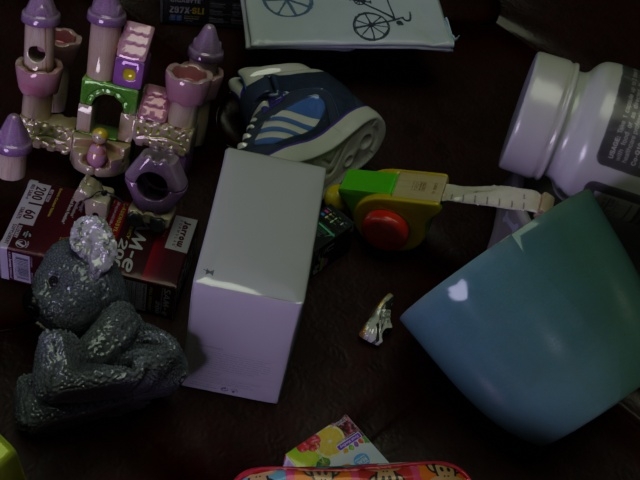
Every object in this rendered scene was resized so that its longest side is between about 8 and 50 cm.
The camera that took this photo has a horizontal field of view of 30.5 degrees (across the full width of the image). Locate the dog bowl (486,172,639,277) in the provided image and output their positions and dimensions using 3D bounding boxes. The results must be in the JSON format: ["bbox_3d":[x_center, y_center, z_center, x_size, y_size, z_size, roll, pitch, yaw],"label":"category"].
[{"bbox_3d":[0.418,-0.020,1.722,0.348,0.102,0.349,5,50,-6],"label":"dog bowl"}]

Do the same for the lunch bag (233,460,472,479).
[{"bbox_3d":[0.036,0.377,1.283,0.293,0.120,0.258,2,69,-9],"label":"lunch bag"}]

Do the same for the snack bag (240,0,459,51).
[{"bbox_3d":[0.033,-0.423,1.929,0.342,0.037,0.323,-2,52,-11],"label":"snack bag"}]

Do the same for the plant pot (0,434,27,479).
[{"bbox_3d":[-0.457,0.269,1.237,0.227,0.228,0.207,35,60,18],"label":"plant pot"}]

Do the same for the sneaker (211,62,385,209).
[{"bbox_3d":[-0.087,-0.149,1.730,0.322,0.130,0.236,-35,54,-27],"label":"sneaker"}]

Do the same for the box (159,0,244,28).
[{"bbox_3d":[-0.113,-0.473,2.017,0.322,0.079,0.257,3,48,-8],"label":"box"}]

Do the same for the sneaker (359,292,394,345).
[{"bbox_3d":[0.084,0.110,1.599,0.037,0.032,0.083,34,56,0],"label":"sneaker"}]

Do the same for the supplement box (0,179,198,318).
[{"bbox_3d":[-0.295,0.010,1.578,0.239,0.073,0.130,13,49,-1],"label":"supplement box"}]

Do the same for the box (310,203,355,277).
[{"bbox_3d":[0.000,0.000,1.649,0.052,0.062,0.083,39,54,22],"label":"box"}]

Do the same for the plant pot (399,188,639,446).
[{"bbox_3d":[0.284,0.114,1.475,0.293,0.293,0.235,-28,79,-29],"label":"plant pot"}]

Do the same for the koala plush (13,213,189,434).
[{"bbox_3d":[-0.278,0.094,1.417,0.203,0.196,0.221,-8,68,-27],"label":"koala plush"}]

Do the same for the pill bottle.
[{"bbox_3d":[0.444,-0.125,1.614,0.361,0.204,0.204,19,50,4],"label":"pill bottle"}]

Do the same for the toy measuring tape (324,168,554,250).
[{"bbox_3d":[0.163,-0.035,1.652,0.330,0.121,0.121,7,47,19],"label":"toy measuring tape"}]

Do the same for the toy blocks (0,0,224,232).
[{"bbox_3d":[-0.286,-0.222,1.603,0.288,0.260,0.309,14,31,0],"label":"toy blocks"}]

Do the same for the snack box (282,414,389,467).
[{"bbox_3d":[0.036,0.293,1.426,0.100,0.037,0.141,-30,62,-28],"label":"snack box"}]

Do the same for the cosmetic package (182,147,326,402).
[{"bbox_3d":[-0.085,0.046,1.488,0.138,0.225,0.224,11,50,-2],"label":"cosmetic package"}]
